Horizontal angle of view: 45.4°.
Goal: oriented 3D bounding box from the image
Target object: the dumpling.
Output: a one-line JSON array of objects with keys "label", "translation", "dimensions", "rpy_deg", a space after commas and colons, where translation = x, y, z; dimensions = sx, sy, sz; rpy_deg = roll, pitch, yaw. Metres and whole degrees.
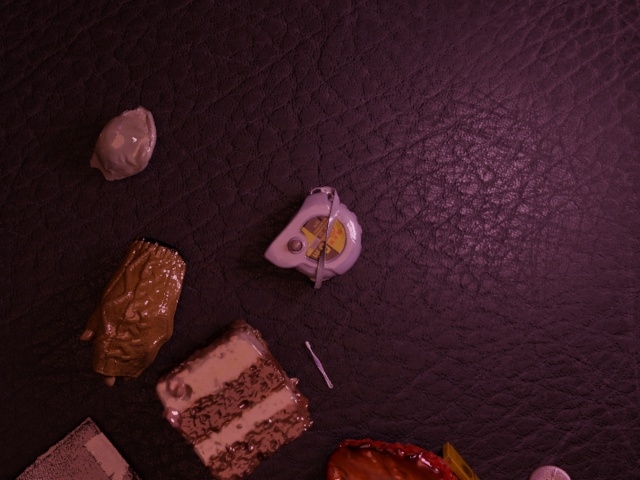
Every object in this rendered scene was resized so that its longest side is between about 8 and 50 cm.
[{"label": "dumpling", "translation": [-0.461, -0.221, 1.815], "dimensions": [0.199, 0.118, 0.136], "rpy_deg": [-40, 88, 16]}]

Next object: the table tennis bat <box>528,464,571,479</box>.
[{"label": "table tennis bat", "translation": [0.562, 0.653, 1.892], "dimensions": [0.107, 0.119, 0.170], "rpy_deg": [10, 62, 21]}]

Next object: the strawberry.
[{"label": "strawberry", "translation": [0.177, 0.579, 1.806], "dimensions": [0.336, 0.149, 0.265], "rpy_deg": [32, 107, 9]}]

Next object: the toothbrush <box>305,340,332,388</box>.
[{"label": "toothbrush", "translation": [-0.004, 0.304, 1.866], "dimensions": [0.011, 0.013, 0.131], "rpy_deg": [-28, 90, 5]}]

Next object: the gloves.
[{"label": "gloves", "translation": [-0.435, 0.167, 1.772], "dimensions": [0.203, 0.155, 0.357], "rpy_deg": [18, 89, 1]}]

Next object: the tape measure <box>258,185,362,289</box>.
[{"label": "tape measure", "translation": [0.000, 0.000, 1.828], "dimensions": [0.197, 0.120, 0.236], "rpy_deg": [38, 90, 5]}]

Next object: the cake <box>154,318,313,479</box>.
[{"label": "cake", "translation": [-0.192, 0.353, 1.730], "dimensions": [0.282, 0.256, 0.290], "rpy_deg": [-33, 94, -6]}]

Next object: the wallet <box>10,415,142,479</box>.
[{"label": "wallet", "translation": [-0.578, 0.578, 1.791], "dimensions": [0.262, 0.071, 0.221], "rpy_deg": [-41, 86, -8]}]

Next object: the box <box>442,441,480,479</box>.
[{"label": "box", "translation": [0.350, 0.565, 1.840], "dimensions": [0.023, 0.087, 0.155], "rpy_deg": [-39, 90, 14]}]
